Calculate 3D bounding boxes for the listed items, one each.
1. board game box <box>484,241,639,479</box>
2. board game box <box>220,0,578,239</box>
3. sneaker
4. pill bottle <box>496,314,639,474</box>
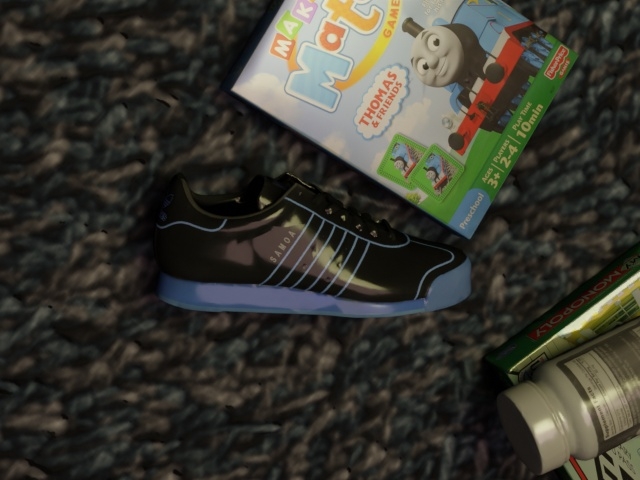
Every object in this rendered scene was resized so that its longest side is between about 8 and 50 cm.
[{"bbox_3d":[0.297,0.159,1.061,0.213,0.046,0.317,-36,107,-8],"label":"board game box"},{"bbox_3d":[0.059,-0.121,0.945,0.211,0.039,0.160,30,90,-18],"label":"board game box"},{"bbox_3d":[0.000,0.000,0.924,0.232,0.081,0.090,0,106,-16],"label":"sneaker"},{"bbox_3d":[0.202,0.112,0.958,0.137,0.078,0.078,-24,105,-11],"label":"pill bottle"}]
